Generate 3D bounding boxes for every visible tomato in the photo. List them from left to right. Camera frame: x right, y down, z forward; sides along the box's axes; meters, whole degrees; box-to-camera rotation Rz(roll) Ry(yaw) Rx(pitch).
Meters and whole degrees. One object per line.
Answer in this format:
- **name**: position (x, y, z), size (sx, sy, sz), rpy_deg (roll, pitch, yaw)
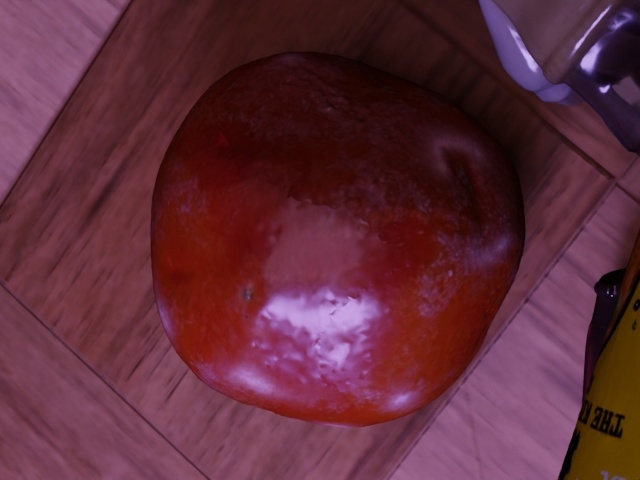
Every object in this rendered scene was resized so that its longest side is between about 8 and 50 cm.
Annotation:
- **tomato**: position (-0.001, 0.004, 1.147), size (0.232, 0.188, 0.232), rpy_deg (3, 97, 27)

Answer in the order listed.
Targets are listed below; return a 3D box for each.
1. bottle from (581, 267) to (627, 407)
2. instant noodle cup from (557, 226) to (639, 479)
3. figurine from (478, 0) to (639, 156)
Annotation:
- **bottle**: position (0.184, 0.098, 1.147), size (0.060, 0.060, 0.164), rpy_deg (5, 98, 24)
- **instant noodle cup**: position (0.276, 0.079, 0.975), size (0.326, 0.325, 0.254), rpy_deg (12, 92, 23)
- **figurine**: position (0.098, -0.215, 1.101), size (0.365, 0.206, 0.218), rpy_deg (33, 141, -4)
